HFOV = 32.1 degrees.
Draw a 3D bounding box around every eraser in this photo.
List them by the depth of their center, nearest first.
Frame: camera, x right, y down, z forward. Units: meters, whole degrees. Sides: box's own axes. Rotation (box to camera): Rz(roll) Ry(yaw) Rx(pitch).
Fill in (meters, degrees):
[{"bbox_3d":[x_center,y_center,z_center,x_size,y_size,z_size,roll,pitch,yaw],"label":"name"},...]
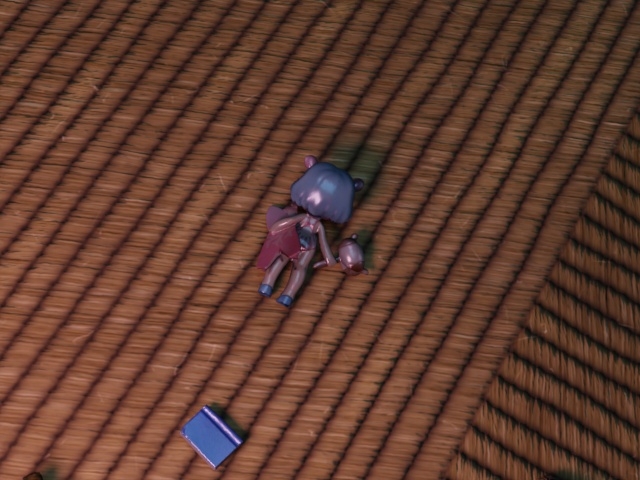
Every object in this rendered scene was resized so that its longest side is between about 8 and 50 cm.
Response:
[{"bbox_3d":[-0.173,0.310,1.757,0.085,0.027,0.063,44,70,10],"label":"eraser"}]

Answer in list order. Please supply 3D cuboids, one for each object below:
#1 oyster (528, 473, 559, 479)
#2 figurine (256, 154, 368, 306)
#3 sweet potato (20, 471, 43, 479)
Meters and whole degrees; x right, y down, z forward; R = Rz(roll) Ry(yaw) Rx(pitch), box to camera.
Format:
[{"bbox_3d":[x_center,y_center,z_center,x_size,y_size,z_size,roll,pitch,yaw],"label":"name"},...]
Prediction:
[{"bbox_3d":[0.326,0.487,1.732,0.198,0.092,0.259,18,76,-1],"label":"oyster"},{"bbox_3d":[-0.005,-0.006,1.867,0.205,0.103,0.260,26,77,4],"label":"figurine"},{"bbox_3d":[-0.391,0.480,1.620,0.112,0.085,0.285,-29,64,22],"label":"sweet potato"}]
